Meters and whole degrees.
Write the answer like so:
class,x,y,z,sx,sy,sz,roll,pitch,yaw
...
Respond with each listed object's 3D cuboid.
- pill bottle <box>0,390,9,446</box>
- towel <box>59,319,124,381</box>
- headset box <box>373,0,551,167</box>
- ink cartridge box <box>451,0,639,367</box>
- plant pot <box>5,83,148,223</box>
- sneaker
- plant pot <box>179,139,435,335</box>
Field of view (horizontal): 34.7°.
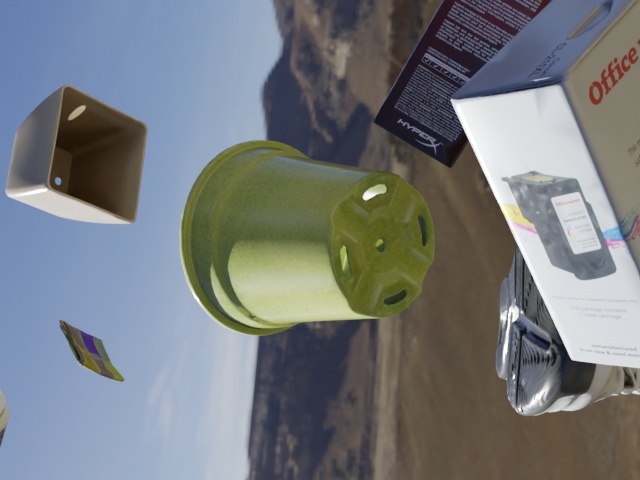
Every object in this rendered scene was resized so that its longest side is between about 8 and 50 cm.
class,x,y,z,sx,sy,sz,roll,pitch,yaw
pill bottle,-0.467,0.251,1.416,0.120,0.067,0.067,120,161,-46
towel,-0.235,0.114,1.052,0.060,0.009,0.083,53,-177,31
headset box,0.193,-0.258,1.199,0.293,0.110,0.218,-60,-1,25
ink cartridge box,0.161,-0.039,0.548,0.127,0.072,0.175,-44,-64,-32
plant pot,-0.248,-0.075,1.016,0.109,0.096,0.109,25,-118,-46
sneaker,0.327,0.096,1.081,0.447,0.257,0.169,19,-105,-83
plant pot,0.000,0.000,1.341,0.254,0.276,0.276,2,87,49
